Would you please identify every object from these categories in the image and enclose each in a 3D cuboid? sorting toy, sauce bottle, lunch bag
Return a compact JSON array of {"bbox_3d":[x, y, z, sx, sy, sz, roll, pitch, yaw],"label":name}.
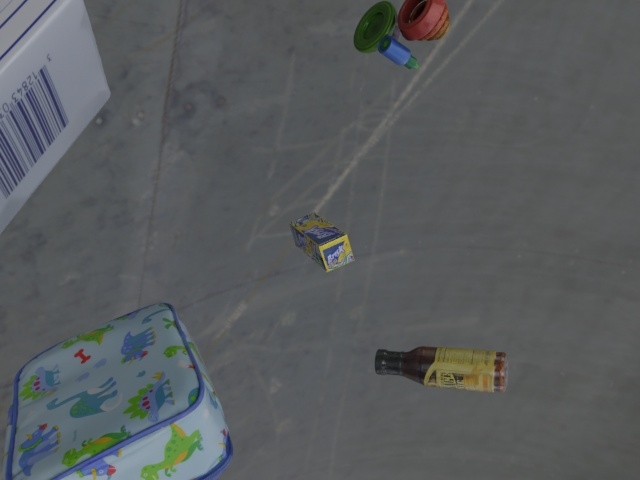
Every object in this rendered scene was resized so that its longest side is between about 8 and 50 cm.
[{"bbox_3d":[0.077,-0.185,0.612,0.042,0.102,0.061,24,74,-36],"label":"sorting toy"},{"bbox_3d":[0.118,0.125,0.671,0.042,0.128,0.042,0,90,-69],"label":"sauce bottle"},{"bbox_3d":[-0.181,0.151,0.594,0.176,0.219,0.090,-25,116,-13],"label":"lunch bag"}]

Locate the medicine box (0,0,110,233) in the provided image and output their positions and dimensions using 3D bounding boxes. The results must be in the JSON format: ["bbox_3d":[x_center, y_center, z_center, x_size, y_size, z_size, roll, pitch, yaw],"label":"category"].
[{"bbox_3d":[-0.407,-0.150,0.659,0.149,0.289,0.263,94,19,-58],"label":"medicine box"}]

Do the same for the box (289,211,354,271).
[{"bbox_3d":[0.000,0.000,1.252,0.059,0.169,0.054,-24,113,-13],"label":"box"}]
